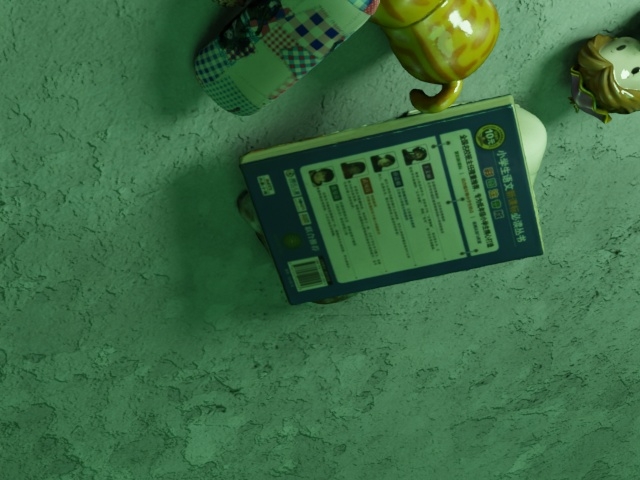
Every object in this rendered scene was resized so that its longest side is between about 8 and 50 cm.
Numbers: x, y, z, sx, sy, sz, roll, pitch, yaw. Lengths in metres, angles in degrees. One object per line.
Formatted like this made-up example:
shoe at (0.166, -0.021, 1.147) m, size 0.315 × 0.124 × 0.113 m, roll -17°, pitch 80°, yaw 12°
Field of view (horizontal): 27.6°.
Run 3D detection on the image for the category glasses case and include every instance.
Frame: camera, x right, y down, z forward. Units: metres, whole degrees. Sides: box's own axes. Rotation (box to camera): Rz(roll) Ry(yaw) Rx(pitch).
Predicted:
glasses case at (-0.051, -0.290, 1.820) m, size 0.125 × 0.076 × 0.327 m, roll 44°, pitch 128°, yaw -13°

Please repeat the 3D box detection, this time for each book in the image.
book at (0.117, -0.054, 2.027) m, size 0.428 × 0.039 × 0.300 m, roll -11°, pitch 126°, yaw 9°

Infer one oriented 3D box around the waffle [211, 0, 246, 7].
waffle at (-0.124, -0.365, 1.815) m, size 0.075 × 0.029 × 0.083 m, roll -3°, pitch 129°, yaw -25°

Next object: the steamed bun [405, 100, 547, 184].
steamed bun at (0.249, -0.128, 2.104) m, size 0.241 × 0.164 × 0.146 m, roll -5°, pitch 131°, yaw -18°

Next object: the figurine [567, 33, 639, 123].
figurine at (0.519, -0.287, 2.096) m, size 0.263 × 0.142 × 0.189 m, roll -28°, pitch 159°, yaw 4°

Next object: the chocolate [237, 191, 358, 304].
chocolate at (0.000, 0.000, 2.167) m, size 0.185 × 0.100 × 0.303 m, roll -28°, pitch 133°, yaw 7°

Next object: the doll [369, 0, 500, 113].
doll at (0.142, -0.337, 1.870) m, size 0.166 × 0.162 × 0.269 m, roll -20°, pitch 130°, yaw 29°
